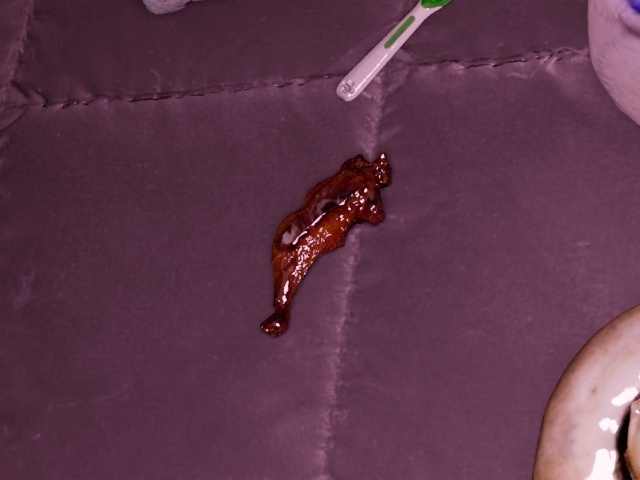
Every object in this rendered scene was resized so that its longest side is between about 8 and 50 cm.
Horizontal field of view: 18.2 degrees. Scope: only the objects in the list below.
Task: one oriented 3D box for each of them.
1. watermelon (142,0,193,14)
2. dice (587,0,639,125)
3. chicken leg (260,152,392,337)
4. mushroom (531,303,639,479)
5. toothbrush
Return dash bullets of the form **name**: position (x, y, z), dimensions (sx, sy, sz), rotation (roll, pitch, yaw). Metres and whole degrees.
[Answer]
- **watermelon**: position (-0.162, -0.367, 2.238), dimensions (0.214, 0.320, 0.289), rotation (-63, 18, 16)
- **dice**: position (0.399, -0.221, 1.817), dimensions (0.243, 0.251, 0.259), rotation (17, 72, 34)
- **chicken leg**: position (-0.003, -0.005, 2.030), dimensions (0.219, 0.048, 0.089), rotation (-48, 50, -4)
- **mushroom**: position (0.335, 0.196, 1.613), dimensions (0.352, 0.260, 0.352), rotation (-13, 62, 26)
- **toothbrush**: position (0.127, -0.259, 2.123), dimensions (0.304, 0.030, 0.030), rotation (-47, 53, 1)
